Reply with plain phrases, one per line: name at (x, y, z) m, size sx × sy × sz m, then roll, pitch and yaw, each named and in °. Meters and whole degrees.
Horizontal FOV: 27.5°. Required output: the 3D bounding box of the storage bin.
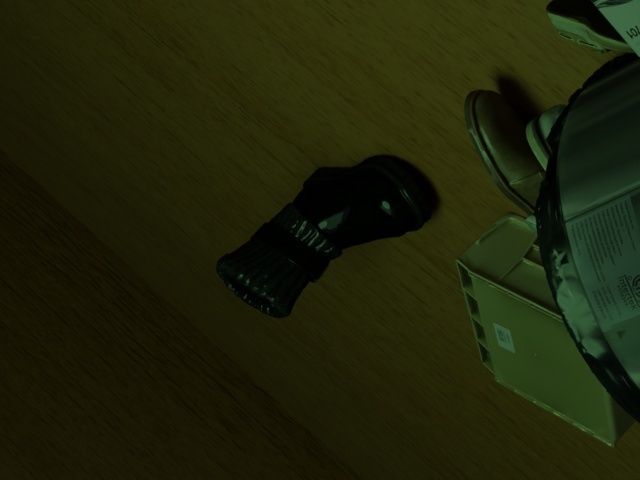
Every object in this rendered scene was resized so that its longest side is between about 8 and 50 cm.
storage bin at (0.340, 0.125, 1.857) m, size 0.260 × 0.123 × 0.262 m, roll 29°, pitch 152°, yaw 38°

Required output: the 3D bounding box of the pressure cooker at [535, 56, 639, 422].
pressure cooker at (0.434, -0.035, 1.044) m, size 0.370 × 0.375 × 0.420 m, roll 44°, pitch 136°, yaw -17°

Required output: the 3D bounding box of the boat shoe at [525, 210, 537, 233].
boat shoe at (0.396, 0.019, 1.569) m, size 0.302 × 0.091 × 0.114 m, roll 29°, pitch 179°, yaw 8°

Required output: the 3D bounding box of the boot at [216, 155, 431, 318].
boot at (0.002, 0.003, 2.059) m, size 0.131 × 0.260 × 0.348 m, roll 53°, pitch 157°, yaw -15°

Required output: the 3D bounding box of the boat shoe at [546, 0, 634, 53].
boat shoe at (0.306, -0.230, 1.425) m, size 0.135 × 0.050 × 0.045 m, roll 37°, pitch 161°, yaw 46°

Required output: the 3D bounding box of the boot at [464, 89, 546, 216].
boot at (0.301, -0.081, 1.649) m, size 0.115 × 0.112 × 0.305 m, roll -28°, pitch 107°, yaw 43°

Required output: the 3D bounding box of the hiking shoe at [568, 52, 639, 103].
hiking shoe at (0.387, -0.125, 1.366) m, size 0.304 × 0.113 × 0.132 m, roll 9°, pitch 136°, yaw 56°

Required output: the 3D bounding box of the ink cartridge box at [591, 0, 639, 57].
ink cartridge box at (0.328, -0.270, 1.271) m, size 0.190 × 0.082 × 0.139 m, roll 49°, pitch 157°, yaw -4°

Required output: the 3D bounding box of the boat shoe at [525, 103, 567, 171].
boat shoe at (0.351, -0.044, 1.358) m, size 0.302 × 0.113 × 0.103 m, roll 41°, pitch 125°, yaw -5°
